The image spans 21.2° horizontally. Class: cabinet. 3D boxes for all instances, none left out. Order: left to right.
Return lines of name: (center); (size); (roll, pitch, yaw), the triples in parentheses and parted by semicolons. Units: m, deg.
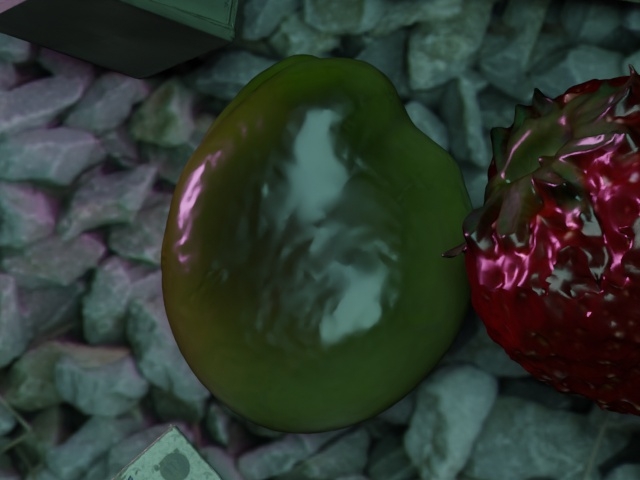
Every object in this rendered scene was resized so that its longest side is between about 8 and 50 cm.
cabinet: (-0.147, -0.253, 1.313); (0.150, 0.145, 0.206); (17, 74, -33)

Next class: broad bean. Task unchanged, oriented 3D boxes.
broad bean: (0.000, 0.000, 1.279); (0.238, 0.119, 0.291); (5, 77, 5)

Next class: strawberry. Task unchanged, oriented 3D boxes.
strawberry: (0.244, 0.013, 1.210); (0.277, 0.257, 0.257); (40, 81, -21)

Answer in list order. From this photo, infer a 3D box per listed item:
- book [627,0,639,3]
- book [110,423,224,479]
book: (0.198, -0.324, 1.363); (0.389, 0.032, 0.269); (11, 73, -1)
book: (-0.100, 0.244, 1.279); (0.127, 0.014, 0.181); (-40, 76, -6)
